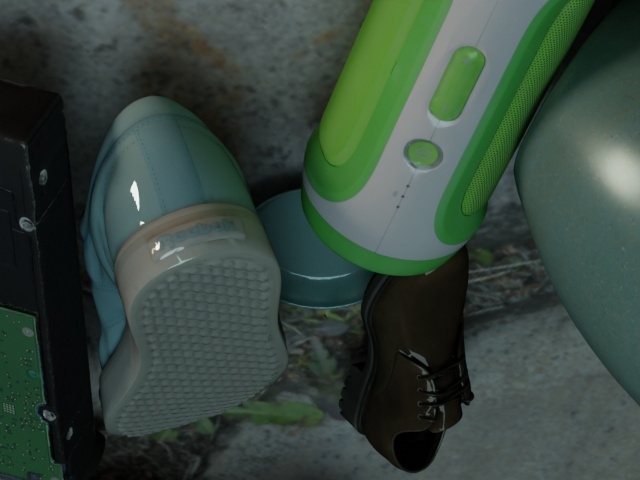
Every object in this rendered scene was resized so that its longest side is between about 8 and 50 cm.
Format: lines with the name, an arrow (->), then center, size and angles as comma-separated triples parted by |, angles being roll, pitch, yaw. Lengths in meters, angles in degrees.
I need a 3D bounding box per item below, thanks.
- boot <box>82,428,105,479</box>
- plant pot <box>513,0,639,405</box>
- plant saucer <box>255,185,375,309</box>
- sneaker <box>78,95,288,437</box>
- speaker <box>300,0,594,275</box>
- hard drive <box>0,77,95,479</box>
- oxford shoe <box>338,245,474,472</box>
boot -> -0.283, 0.172, 1.482 | 0.198, 0.077, 0.137 | -40, 118, 17
plant pot -> 0.234, -0.042, 1.146 | 0.195, 0.290, 0.290 | 36, 133, 12
plant saucer -> 0.000, 0.000, 1.334 | 0.119, 0.021, 0.119 | 1, 135, 1
sneaker -> -0.097, 0.020, 1.302 | 0.135, 0.150, 0.366 | -11, 158, -15
speaker -> 0.083, -0.115, 1.142 | 0.131, 0.131, 0.296 | 14, 133, -12
hard drive -> -0.276, 0.021, 1.285 | 0.237, 0.064, 0.339 | 13, 133, 14
oxford shoe -> 0.079, 0.079, 1.347 | 0.083, 0.096, 0.227 | -22, 143, -24
